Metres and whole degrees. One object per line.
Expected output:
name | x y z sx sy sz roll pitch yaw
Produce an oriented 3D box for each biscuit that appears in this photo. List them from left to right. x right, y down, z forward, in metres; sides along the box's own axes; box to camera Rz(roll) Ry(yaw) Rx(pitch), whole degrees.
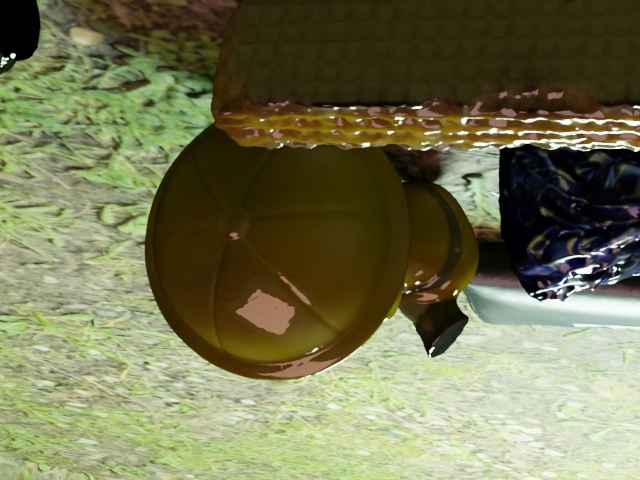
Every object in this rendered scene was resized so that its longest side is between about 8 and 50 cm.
biscuit | 0.118 -0.101 1.013 0.379 0.094 0.054 1 153 20

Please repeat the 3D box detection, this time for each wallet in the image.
wallet | 0.241 0.048 1.455 0.250 0.044 0.149 3 164 15

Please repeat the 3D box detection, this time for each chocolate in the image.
chocolate | 0.256 -0.044 1.065 0.343 0.126 0.148 -11 140 42

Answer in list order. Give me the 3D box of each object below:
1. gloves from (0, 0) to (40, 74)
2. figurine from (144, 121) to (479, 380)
gloves | -0.296 -0.125 1.128 0.268 0.107 0.135 -4 126 38
figurine | 0.003 -0.003 1.245 0.257 0.192 0.167 -4 147 -45
